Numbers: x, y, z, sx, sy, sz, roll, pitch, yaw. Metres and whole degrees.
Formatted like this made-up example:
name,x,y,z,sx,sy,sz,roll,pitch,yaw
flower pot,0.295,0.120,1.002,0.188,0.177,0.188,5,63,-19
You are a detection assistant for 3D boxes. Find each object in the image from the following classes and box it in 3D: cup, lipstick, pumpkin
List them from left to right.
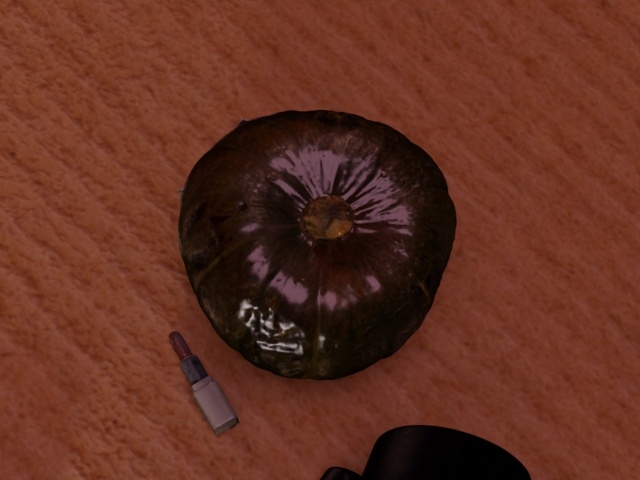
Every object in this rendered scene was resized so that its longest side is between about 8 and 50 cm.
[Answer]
name,x,y,z,sx,sy,sz,roll,pitch,yaw
lipstick,-0.114,0.130,1.059,0.025,0.025,0.107,-29,70,-13
pumpkin,0.000,-0.001,1.027,0.260,0.189,0.260,1,73,-4
cup,0.054,0.256,0.937,0.239,0.166,0.177,8,55,16
